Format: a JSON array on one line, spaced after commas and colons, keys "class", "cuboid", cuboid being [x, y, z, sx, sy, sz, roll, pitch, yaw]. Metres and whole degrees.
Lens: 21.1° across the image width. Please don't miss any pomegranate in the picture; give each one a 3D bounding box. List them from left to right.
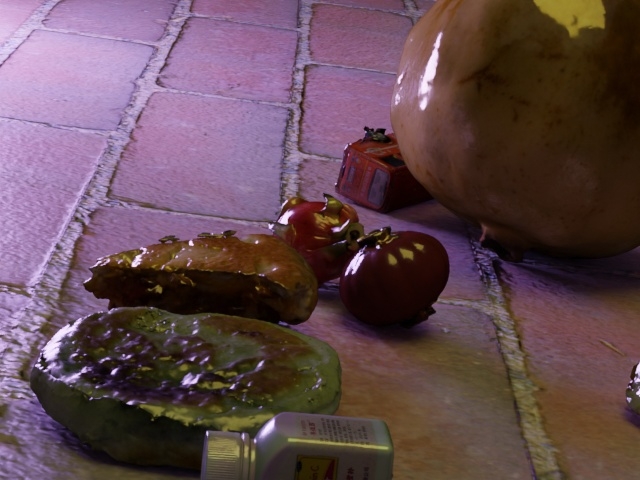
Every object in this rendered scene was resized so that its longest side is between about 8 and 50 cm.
[{"class": "pomegranate", "cuboid": [0.234, -0.129, 1.742, 0.333, 0.332, 0.332, 8, 17, -2]}]

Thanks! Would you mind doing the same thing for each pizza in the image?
[{"class": "pizza", "cuboid": [-0.099, 0.043, 1.420, 0.194, 0.069, 0.154, -2, 19, -11]}]

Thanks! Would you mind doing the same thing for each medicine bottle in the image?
[{"class": "medicine bottle", "cuboid": [-0.016, 0.150, 1.090, 0.118, 0.074, 0.055, 6, 18, -6]}]

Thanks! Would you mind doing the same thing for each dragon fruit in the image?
[{"class": "dragon fruit", "cuboid": [0.001, 0.002, 1.557, 0.081, 0.086, 0.116, -11, 15, -34]}]

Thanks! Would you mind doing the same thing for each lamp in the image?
[{"class": "lamp", "cuboid": [0.065, 0.032, 1.490, 0.101, 0.090, 0.101, -26, 7, 4]}]

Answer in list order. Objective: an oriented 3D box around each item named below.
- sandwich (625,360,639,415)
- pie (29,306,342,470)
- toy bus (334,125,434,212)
[{"class": "sandwich", "cuboid": [0.373, 0.101, 1.393, 0.186, 0.220, 0.108, 41, -3, -29]}, {"class": "pie", "cuboid": [-0.091, 0.103, 1.250, 0.241, 0.054, 0.240, 5, 17, -2]}, {"class": "toy bus", "cuboid": [0.111, -0.084, 1.933, 0.096, 0.073, 0.235, 31, 27, 31]}]
